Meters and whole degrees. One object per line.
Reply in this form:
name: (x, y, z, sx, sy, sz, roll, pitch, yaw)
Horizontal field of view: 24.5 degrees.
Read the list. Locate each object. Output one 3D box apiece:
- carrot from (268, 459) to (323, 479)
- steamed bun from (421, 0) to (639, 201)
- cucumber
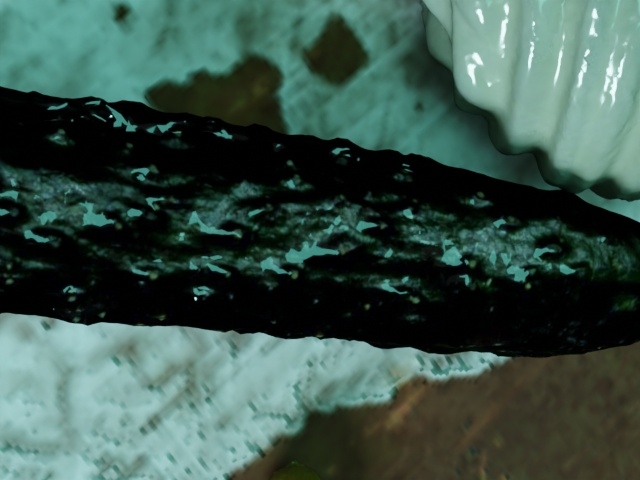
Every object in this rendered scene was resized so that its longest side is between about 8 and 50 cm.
carrot: (-0.014, 0.149, 0.524, 0.048, 0.048, 0.139, 1, 89, -27)
steamed bun: (0.121, -0.106, 0.548, 0.183, 0.106, 0.182, 0, 91, -28)
cucumber: (0.000, 0.000, 0.507, 0.304, 0.081, 0.072, 7, 98, -29)
